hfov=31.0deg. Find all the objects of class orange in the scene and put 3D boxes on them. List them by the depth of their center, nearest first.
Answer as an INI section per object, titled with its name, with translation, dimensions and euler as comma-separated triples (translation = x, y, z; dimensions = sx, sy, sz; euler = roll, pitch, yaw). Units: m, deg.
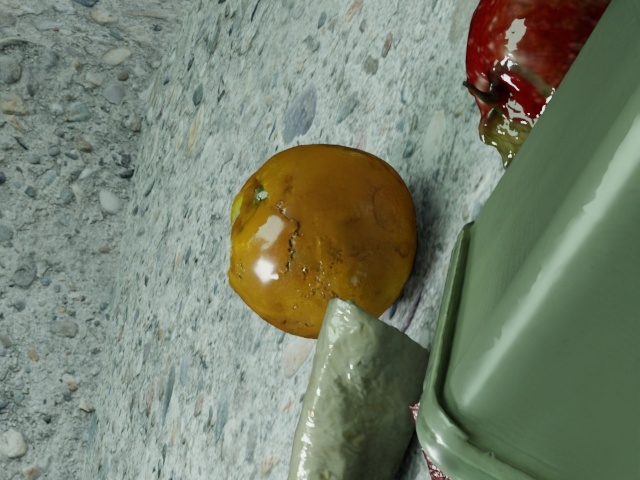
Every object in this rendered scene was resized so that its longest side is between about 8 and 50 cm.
[orange]
translation = 0.000, 0.000, 1.390
dimensions = 0.240, 0.240, 0.240
euler = -164, 90, -70

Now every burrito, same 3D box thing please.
[burrito]
translation = 0.039, 0.208, 1.263
dimensions = 0.105, 0.143, 0.299
euler = 24, 103, 48

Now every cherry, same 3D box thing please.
[cherry]
translation = 0.217, -0.183, 1.014
dimensions = 0.175, 0.192, 0.250
euler = 1, 62, 31

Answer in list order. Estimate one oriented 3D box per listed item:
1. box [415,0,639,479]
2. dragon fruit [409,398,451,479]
[box]
translation = 0.223, -0.032, 0.748
dimensions = 0.344, 0.177, 0.352
euler = -63, -1, 24
[dragon fruit]
translation = 0.156, 0.209, 1.028
dimensions = 0.106, 0.083, 0.162
euler = -20, 82, 55
